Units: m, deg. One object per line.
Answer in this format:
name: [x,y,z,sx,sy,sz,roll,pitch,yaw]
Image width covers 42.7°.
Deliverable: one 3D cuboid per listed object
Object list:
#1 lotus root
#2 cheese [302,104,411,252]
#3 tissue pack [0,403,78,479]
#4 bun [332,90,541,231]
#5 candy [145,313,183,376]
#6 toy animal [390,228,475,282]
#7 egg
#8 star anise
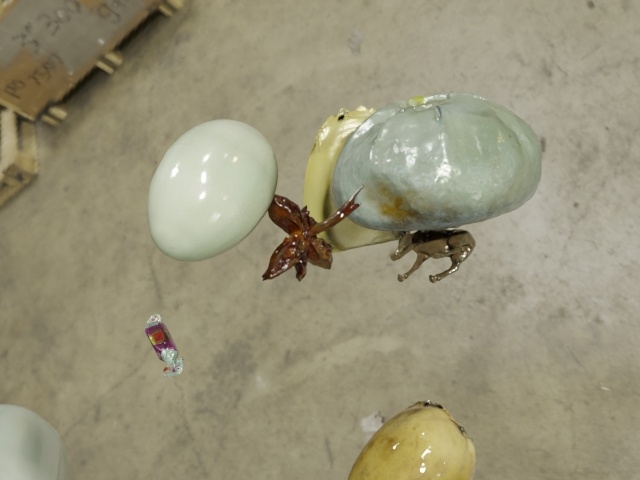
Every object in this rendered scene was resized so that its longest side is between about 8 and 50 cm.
lotus root: [0.126,0.408,1.327,0.310,0.183,0.183,-52,46,1]
cheese: [0.085,-0.131,1.748,0.128,0.260,0.315,-141,42,-63]
tissue pack: [-0.515,0.364,1.115,0.333,0.236,0.229,-18,30,-2]
bun: [0.192,-0.141,1.413,0.362,0.362,0.211,6,116,42]
candy: [-0.302,0.194,1.556,0.045,0.043,0.175,-25,40,-14]
toy animal: [0.201,0.006,1.556,0.214,0.093,0.186,1,37,38]
egg: [-0.142,-0.064,1.059,0.151,0.151,0.209,6,51,42]
star anise: [-0.003,-0.009,1.251,0.144,0.158,0.140,-8,81,40]
